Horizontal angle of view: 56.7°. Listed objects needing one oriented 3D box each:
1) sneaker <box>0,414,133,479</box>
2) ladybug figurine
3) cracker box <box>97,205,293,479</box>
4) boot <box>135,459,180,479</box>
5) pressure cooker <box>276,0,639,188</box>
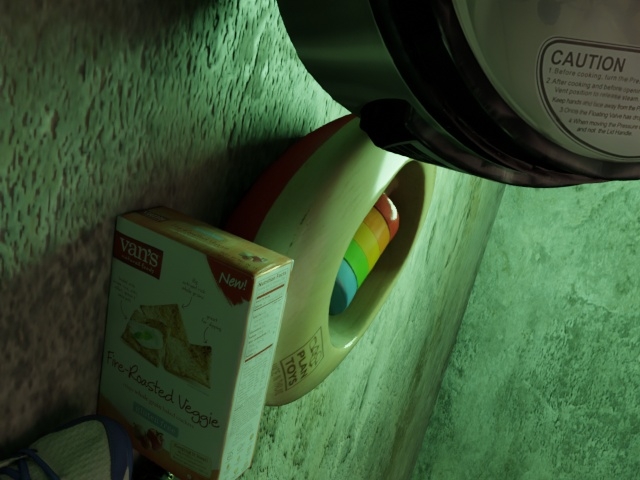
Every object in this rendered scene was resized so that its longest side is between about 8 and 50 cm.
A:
[{"bbox_3d":[-0.257,0.221,0.431,0.296,0.111,0.131,-43,145,-47],"label":"sneaker"},{"bbox_3d":[0.000,0.000,0.739,0.449,0.161,0.305,-50,150,-38],"label":"ladybug figurine"},{"bbox_3d":[-0.126,0.102,0.560,0.067,0.155,0.233,-21,128,-59],"label":"cracker box"},{"bbox_3d":[-0.185,0.257,0.686,0.198,0.076,0.137,-7,112,-79],"label":"boot"},{"bbox_3d":[0.165,-0.237,0.446,0.369,0.420,0.376,-41,115,-3],"label":"pressure cooker"}]
